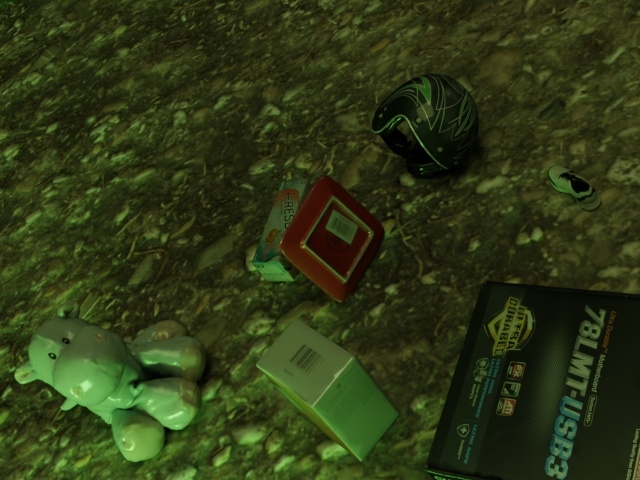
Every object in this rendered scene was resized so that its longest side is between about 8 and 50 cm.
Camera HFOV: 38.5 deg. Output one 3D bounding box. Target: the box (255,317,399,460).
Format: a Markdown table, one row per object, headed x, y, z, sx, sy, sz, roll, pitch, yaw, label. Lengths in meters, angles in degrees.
| x | y | z | sx | sy | sz | roll | pitch | yaw | label |
| --- | --- | --- | --- | --- | --- | --- | --- | --- | --- |
| 0.012 | 0.211 | 1.291 | 0.130 | 0.170 | 0.091 | 28 | 70 | 43 | box |

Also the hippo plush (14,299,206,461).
| x | y | z | sx | sy | sz | roll | pitch | yaw | label |
| --- | --- | --- | --- | --- | --- | --- | --- | --- | --- |
| -0.341 | 0.186 | 1.486 | 0.294 | 0.236 | 0.234 | 22 | 68 | 42 | hippo plush |

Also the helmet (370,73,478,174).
| x | y | z | sx | sy | sz | roll | pitch | yaw | label |
| --- | --- | --- | --- | --- | --- | --- | --- | --- | --- |
| 0.185 | -0.197 | 1.532 | 0.161 | 0.169 | 0.169 | -11 | 47 | 47 | helmet |

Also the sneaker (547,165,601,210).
| x | y | z | sx | sy | sz | roll | pitch | yaw | label |
| --- | --- | --- | --- | --- | --- | --- | --- | --- | --- |
| 0.386 | -0.090 | 1.401 | 0.040 | 0.044 | 0.109 | -41 | 42 | -2 | sneaker |

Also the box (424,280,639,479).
| x | y | z | sx | sy | sz | roll | pitch | yaw | label |
| --- | --- | --- | --- | --- | --- | --- | --- | --- | --- |
| 0.316 | 0.201 | 1.184 | 0.293 | 0.073 | 0.296 | 3 | 57 | 35 | box |

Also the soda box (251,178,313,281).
| x | y | z | sx | sy | sz | roll | pitch | yaw | label |
| --- | --- | --- | --- | --- | --- | --- | --- | --- | --- |
| -0.057 | -0.019 | 1.604 | 0.058 | 0.063 | 0.183 | -4 | 53 | 30 | soda box |

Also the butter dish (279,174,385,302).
| x | y | z | sx | sy | sz | roll | pitch | yaw | label |
| --- | --- | --- | --- | --- | --- | --- | --- | --- | --- |
| 0.000 | 0.000 | 1.515 | 0.118 | 0.160 | 0.160 | -6 | 48 | 59 | butter dish |
